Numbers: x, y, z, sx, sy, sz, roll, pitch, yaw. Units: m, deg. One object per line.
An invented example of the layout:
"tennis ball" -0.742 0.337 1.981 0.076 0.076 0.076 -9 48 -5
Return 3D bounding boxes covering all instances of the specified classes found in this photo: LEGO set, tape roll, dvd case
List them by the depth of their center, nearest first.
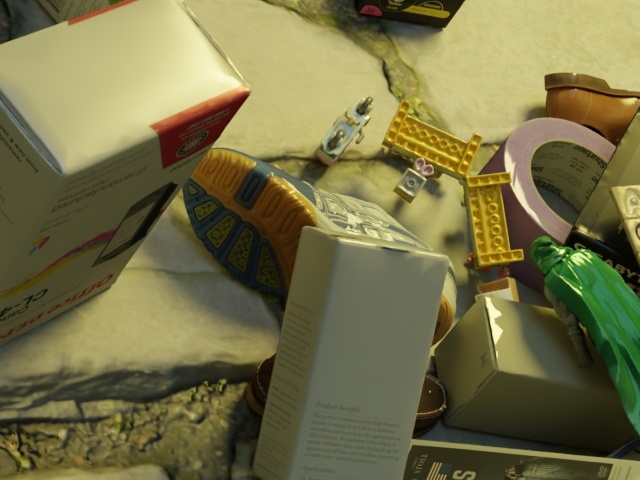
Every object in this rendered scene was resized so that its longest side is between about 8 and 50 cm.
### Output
"dvd case" 0.154 0.253 1.657 0.239 0.029 0.179 3 39 24
"LEGO set" 0.130 -0.037 1.960 0.132 0.107 0.287 -42 86 -10
"tape roll" 0.260 -0.035 2.024 0.189 0.080 0.189 16 49 -20

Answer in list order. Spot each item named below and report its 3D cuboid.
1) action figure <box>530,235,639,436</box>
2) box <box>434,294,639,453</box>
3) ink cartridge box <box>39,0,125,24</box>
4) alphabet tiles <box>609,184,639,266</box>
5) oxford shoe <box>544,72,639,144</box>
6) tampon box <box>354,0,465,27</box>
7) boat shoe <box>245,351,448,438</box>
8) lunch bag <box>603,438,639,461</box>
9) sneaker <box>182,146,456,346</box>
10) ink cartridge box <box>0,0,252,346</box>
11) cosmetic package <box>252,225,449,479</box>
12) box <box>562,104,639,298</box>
"action figure" 0.280 0.087 1.791 0.137 0.063 0.232 -30 78 -41
"box" 0.259 0.141 1.858 0.275 0.113 0.094 13 50 -24
"ink cartridge box" -0.243 -0.317 1.895 0.212 0.154 0.093 47 46 11
"alphabet tiles" 0.423 0.018 1.850 0.237 0.009 0.198 -6 57 -18
"oxford shoe" 0.344 -0.140 2.184 0.212 0.076 0.076 7 81 -29
"tampon box" 0.099 -0.342 2.161 0.120 0.101 0.161 7 52 -26
"boat shoe" 0.036 0.139 1.752 0.207 0.073 0.073 5 49 -29
"lunch bag" 0.325 0.341 1.735 0.243 0.115 0.303 -23 68 -44
"sneaker" 0.000 0.000 1.840 0.296 0.112 0.131 34 27 -4
"ink cartridge box" -0.226 -0.049 1.578 0.131 0.306 0.226 49 46 11
"cosmetic package" 0.026 0.111 1.663 0.117 0.085 0.231 11 94 -26
"box" 0.438 -0.032 1.944 0.293 0.073 0.295 29 60 9
